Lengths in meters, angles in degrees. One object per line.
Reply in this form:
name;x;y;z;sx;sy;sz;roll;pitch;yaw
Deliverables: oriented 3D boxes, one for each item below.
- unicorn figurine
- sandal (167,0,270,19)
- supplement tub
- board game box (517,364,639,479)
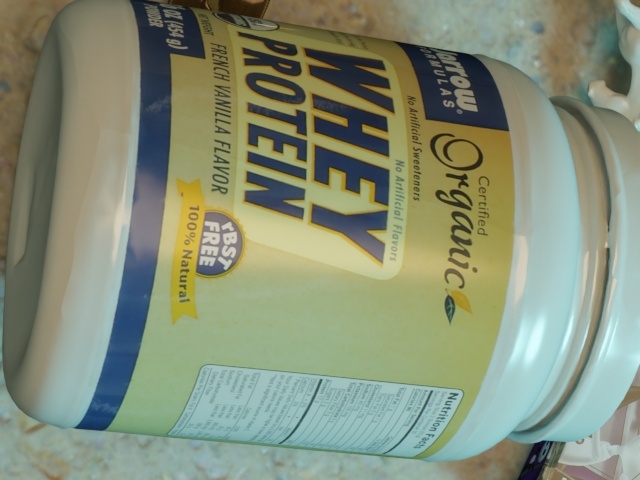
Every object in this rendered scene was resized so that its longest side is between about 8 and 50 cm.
unicorn figurine;0.209;-0.136;1.043;0.162;0.060;0.111;-29;99;-13
sandal;-0.035;-0.187;0.981;0.072;0.049;0.180;29;99;-10
supplement tub;0.000;0.000;0.900;0.316;0.228;0.228;7;90;-17
board game box;0.282;0.064;1.056;0.208;0.056;0.347;25;87;-8
